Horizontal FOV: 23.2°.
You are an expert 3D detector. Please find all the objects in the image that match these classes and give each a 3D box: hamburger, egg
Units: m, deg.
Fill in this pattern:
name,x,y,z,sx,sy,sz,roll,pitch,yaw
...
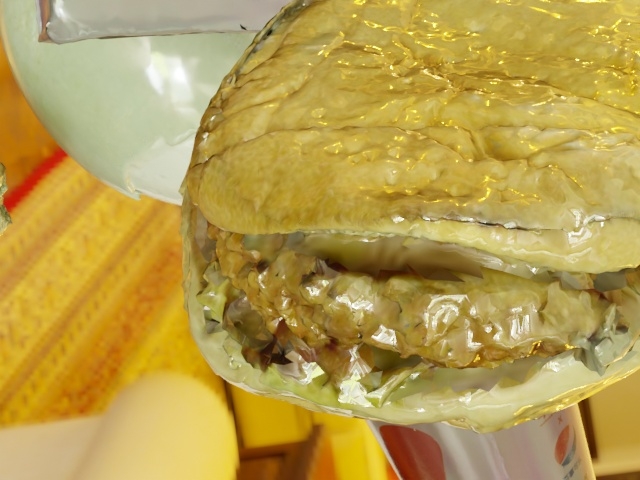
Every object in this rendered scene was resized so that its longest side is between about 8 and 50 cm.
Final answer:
name,x,y,z,sx,sy,sz,roll,pitch,yaw
hamburger,0.065,-0.028,0.710,0.283,0.259,0.145,-45,141,-50
egg,-0.125,-0.167,1.407,0.336,0.278,0.278,51,2,17

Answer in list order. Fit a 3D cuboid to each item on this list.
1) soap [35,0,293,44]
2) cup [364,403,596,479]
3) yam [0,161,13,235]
name,x,y,z,sx,sy,sz,roll,pitch,yaw
soap,-0.069,-0.288,1.085,0.107,0.285,0.296,-164,-109,-71
cup,0.139,0.172,1.293,0.203,0.203,0.288,-81,151,-59
yam,-0.404,-0.082,1.200,0.083,0.371,0.083,18,90,-76
